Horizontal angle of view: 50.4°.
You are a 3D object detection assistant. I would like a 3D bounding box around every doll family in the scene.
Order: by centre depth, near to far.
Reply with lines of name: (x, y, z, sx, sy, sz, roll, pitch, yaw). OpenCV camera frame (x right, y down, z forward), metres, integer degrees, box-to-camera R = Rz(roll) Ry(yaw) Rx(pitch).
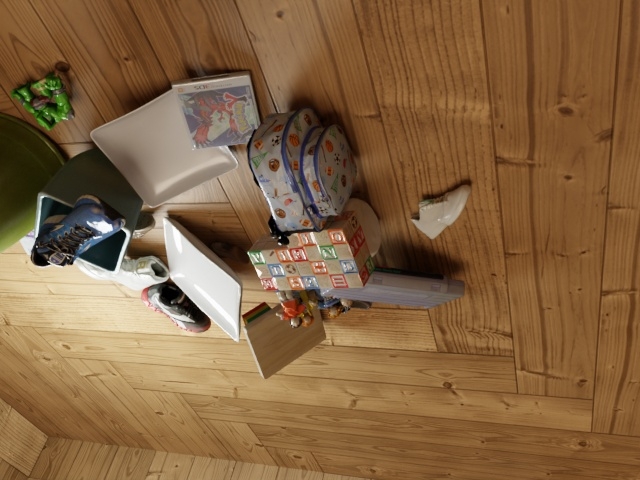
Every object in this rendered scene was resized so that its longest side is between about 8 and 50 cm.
doll family: (-0.011, 0.174, 2.084, 0.263, 0.118, 0.163, -23, 97, 1)

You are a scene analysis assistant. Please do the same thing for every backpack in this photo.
backpack: (-0.046, -0.173, 1.595, 0.213, 0.276, 0.263, -15, 126, 28)

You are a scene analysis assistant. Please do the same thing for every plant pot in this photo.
plant pot: (-0.942, -0.109, 1.873, 0.366, 0.353, 0.366, 9, 132, 10)
plant pot: (-0.609, -0.106, 1.878, 0.248, 0.252, 0.247, 24, 142, -10)

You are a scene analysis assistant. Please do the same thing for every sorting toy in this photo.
sorting toy: (-0.127, 0.286, 2.229, 0.089, 0.257, 0.255, 40, 153, 42)

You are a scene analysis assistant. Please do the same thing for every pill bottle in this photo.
pill bottle: (0.000, 0.000, 1.854, 0.301, 0.169, 0.169, -17, 131, 36)

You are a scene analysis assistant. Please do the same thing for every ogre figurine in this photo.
ogre figurine: (-0.702, -0.352, 1.736, 0.197, 0.097, 0.118, -16, 121, 20)

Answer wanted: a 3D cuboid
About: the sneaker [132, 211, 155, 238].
sneaker: (-0.568, -0.042, 2.113, 0.188, 0.066, 0.071, -5, 155, 33)

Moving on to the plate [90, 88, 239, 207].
plate: (-0.390, -0.240, 1.732, 0.278, 0.045, 0.277, -25, 132, 8)

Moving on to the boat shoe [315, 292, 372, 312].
boat shoe: (0.071, 0.196, 2.156, 0.183, 0.066, 0.066, 13, 144, 6)

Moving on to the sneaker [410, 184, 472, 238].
sneaker: (0.298, -0.082, 1.723, 0.094, 0.080, 0.212, 33, 142, -3)

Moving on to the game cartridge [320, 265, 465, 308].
game cartridge: (0.201, 0.131, 1.922, 0.355, 0.068, 0.230, 8, 159, -15)

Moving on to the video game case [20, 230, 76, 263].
video game case: (-0.871, -0.027, 2.231, 0.269, 0.061, 0.244, 10, 143, 9)

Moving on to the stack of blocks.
stack of blocks: (-0.031, 0.030, 1.719, 0.297, 0.087, 0.171, -5, 120, 31)

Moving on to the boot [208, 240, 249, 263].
boot: (-0.290, 0.041, 2.123, 0.087, 0.042, 0.118, -15, 132, 43)

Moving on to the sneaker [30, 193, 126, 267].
sneaker: (-0.606, -0.003, 1.679, 0.330, 0.147, 0.130, -22, 128, 38)

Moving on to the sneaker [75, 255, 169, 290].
sneaker: (-0.630, 0.077, 2.214, 0.169, 0.108, 0.292, -16, 154, 32)

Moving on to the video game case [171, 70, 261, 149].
video game case: (-0.242, -0.308, 1.633, 0.183, 0.023, 0.201, -7, 140, 2)

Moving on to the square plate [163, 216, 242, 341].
square plate: (-0.359, 0.119, 2.135, 0.347, 0.049, 0.344, 40, 149, 21)

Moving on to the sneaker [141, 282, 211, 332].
sneaker: (-0.489, 0.234, 2.386, 0.276, 0.097, 0.135, 36, 141, -22)
